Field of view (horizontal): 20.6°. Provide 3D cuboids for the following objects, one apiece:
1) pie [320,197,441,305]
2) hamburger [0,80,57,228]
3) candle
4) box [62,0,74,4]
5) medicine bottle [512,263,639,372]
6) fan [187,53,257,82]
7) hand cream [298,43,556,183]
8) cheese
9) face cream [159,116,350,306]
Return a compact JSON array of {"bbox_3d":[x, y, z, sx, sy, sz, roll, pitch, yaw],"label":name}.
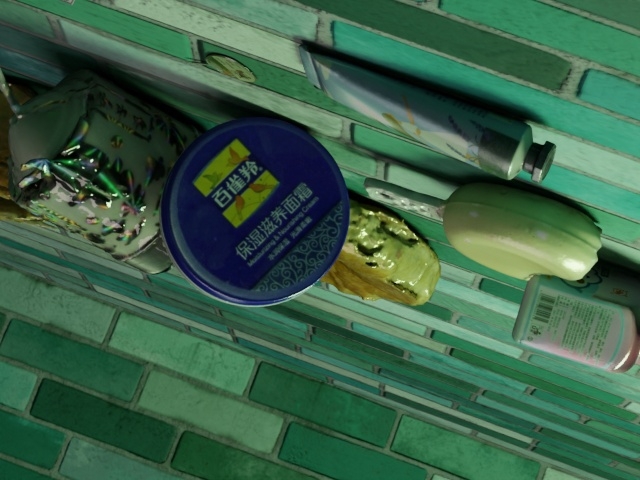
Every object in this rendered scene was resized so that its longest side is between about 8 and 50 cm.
[{"bbox_3d":[0.000,0.000,2.253,0.339,0.083,0.339,18,167,4],"label":"pie"},{"bbox_3d":[-0.398,-0.115,2.234,0.282,0.245,0.155,64,-168,22],"label":"hamburger"},{"bbox_3d":[-0.268,-0.100,2.021,0.330,0.187,0.187,30,165,-31],"label":"candle"},{"bbox_3d":[-0.224,-0.250,1.567,0.036,0.051,0.117,16,169,-13],"label":"box"},{"bbox_3d":[0.320,0.087,1.985,0.188,0.094,0.119,17,-160,8],"label":"medicine bottle"},{"bbox_3d":[-0.096,-0.175,1.806,0.060,0.003,0.080,27,167,-25],"label":"fan"},{"bbox_3d":[0.096,-0.120,1.637,0.256,0.055,0.088,25,170,14],"label":"hand cream"},{"bbox_3d":[0.169,-0.025,1.873,0.248,0.071,0.163,22,169,-4],"label":"cheese"},{"bbox_3d":[-0.076,-0.029,1.941,0.206,0.206,0.111,23,171,-9],"label":"face cream"}]
